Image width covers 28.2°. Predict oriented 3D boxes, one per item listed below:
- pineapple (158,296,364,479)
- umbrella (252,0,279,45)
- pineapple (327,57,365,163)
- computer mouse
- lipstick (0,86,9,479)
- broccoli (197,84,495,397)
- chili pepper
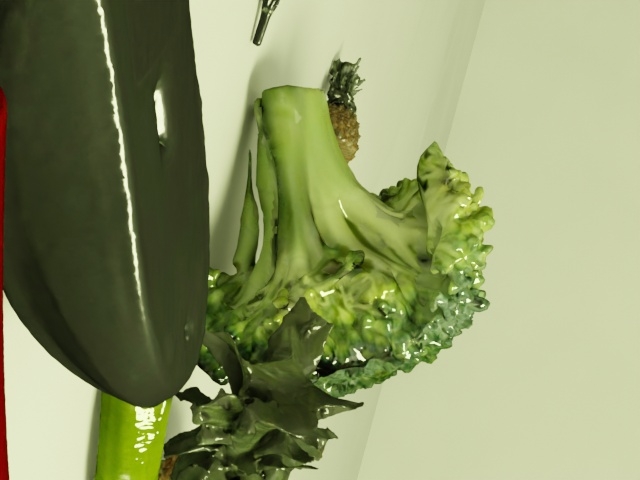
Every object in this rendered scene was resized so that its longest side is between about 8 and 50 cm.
[{"bbox_3d":[-0.064,0.149,0.892,0.119,0.130,0.277,-56,175,-38],"label":"pineapple"},{"bbox_3d":[-0.012,-0.274,0.932,0.044,0.044,0.269,-132,-117,-71],"label":"umbrella"},{"bbox_3d":[0.014,-0.129,1.244,0.058,0.058,0.124,92,2,-51],"label":"pineapple"},{"bbox_3d":[-0.105,-0.047,0.557,0.137,0.086,0.270,-76,167,-57],"label":"computer mouse"},{"bbox_3d":[-0.151,0.048,0.464,0.080,0.080,0.241,-61,162,-55],"label":"lipstick"},{"bbox_3d":[0.000,0.000,0.985,0.263,0.247,0.243,-16,-91,57],"label":"broccoli"},{"bbox_3d":[-0.120,0.114,0.822,0.050,0.052,0.202,-16,123,-56],"label":"chili pepper"}]
